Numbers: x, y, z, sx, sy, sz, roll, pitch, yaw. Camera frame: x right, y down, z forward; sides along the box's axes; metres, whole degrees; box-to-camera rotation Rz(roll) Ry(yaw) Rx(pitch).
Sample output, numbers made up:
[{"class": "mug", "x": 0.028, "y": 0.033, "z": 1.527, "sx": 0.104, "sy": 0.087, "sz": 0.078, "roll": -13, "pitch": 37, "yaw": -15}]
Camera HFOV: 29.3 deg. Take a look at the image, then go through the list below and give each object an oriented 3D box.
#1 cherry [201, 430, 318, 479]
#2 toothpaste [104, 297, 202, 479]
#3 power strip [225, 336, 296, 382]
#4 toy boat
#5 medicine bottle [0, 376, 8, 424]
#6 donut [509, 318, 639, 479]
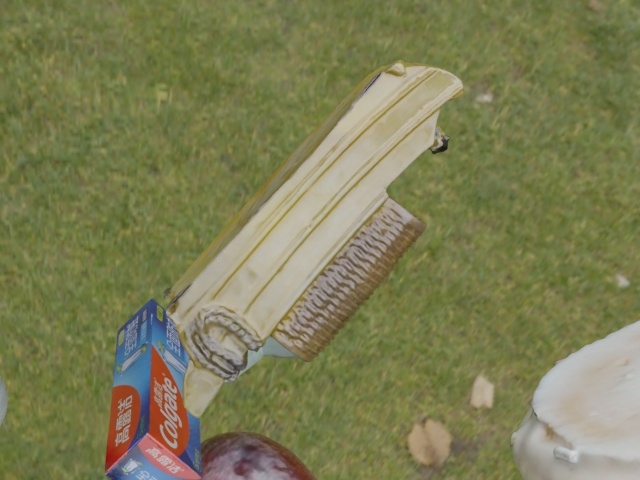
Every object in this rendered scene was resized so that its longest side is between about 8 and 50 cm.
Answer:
[{"class": "cherry", "x": -0.101, "y": 0.388, "z": 1.702, "sx": 0.300, "sy": 0.203, "sz": 0.230, "roll": 19, "pitch": 66, "yaw": 31}, {"class": "toothpaste", "x": -0.175, "y": 0.166, "z": 1.297, "sx": 0.066, "sy": 0.320, "sz": 0.076, "roll": -43, "pitch": 110, "yaw": 9}, {"class": "power strip", "x": -0.083, "y": 0.127, "z": 1.641, "sx": 0.145, "sy": 0.061, "sz": 0.216, "roll": -2, "pitch": 18, "yaw": 28}, {"class": "toy boat", "x": 0.000, "y": 0.000, "z": 0.902, "sx": 0.115, "sy": 0.089, "sz": 0.310, "roll": 42, "pitch": 90, "yaw": -10}, {"class": "medicine bottle", "x": -0.525, "y": 0.130, "z": 1.370, "sx": 0.245, "sy": 0.245, "sz": 0.306, "roll": -39, "pitch": 110, "yaw": -26}, {"class": "donut", "x": 0.360, "y": 0.165, "z": 1.065, "sx": 0.383, "sy": 0.383, "sz": 0.142, "roll": -27, "pitch": 103, "yaw": -23}]
